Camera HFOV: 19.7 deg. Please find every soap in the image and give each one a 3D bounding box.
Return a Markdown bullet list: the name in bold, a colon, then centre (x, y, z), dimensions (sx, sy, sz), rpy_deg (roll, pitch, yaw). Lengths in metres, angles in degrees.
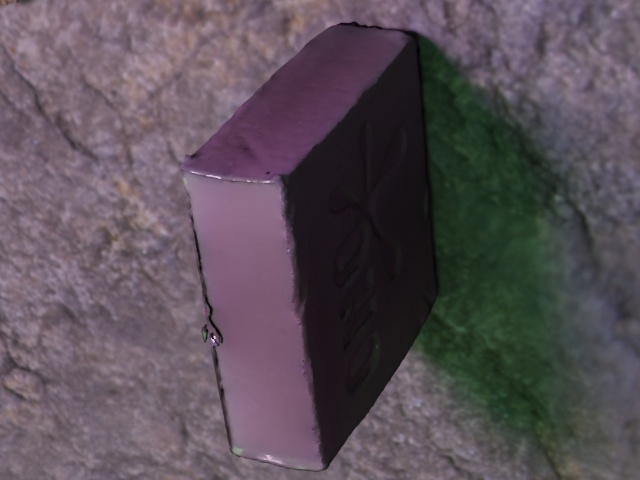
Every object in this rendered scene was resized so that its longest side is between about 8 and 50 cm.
- **soap**: centre (0.000, 0.000, 1.589), dimensions (0.107, 0.285, 0.296), rpy_deg (8, 126, 23)

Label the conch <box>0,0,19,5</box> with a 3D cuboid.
- **conch**: centre (-0.343, -0.285, 1.663), dimensions (0.178, 0.163, 0.245), rpy_deg (32, 162, 24)
